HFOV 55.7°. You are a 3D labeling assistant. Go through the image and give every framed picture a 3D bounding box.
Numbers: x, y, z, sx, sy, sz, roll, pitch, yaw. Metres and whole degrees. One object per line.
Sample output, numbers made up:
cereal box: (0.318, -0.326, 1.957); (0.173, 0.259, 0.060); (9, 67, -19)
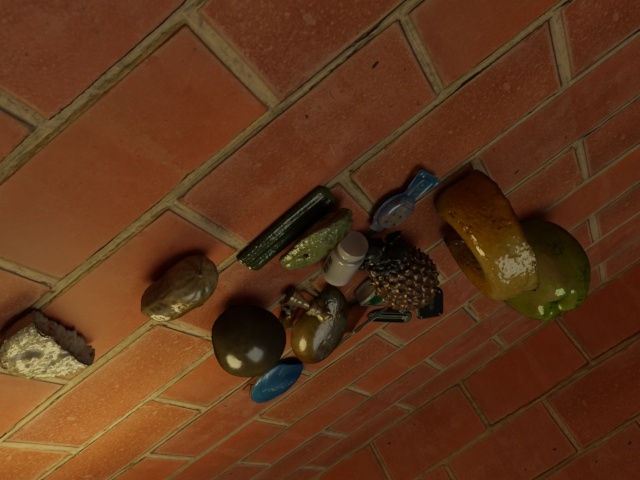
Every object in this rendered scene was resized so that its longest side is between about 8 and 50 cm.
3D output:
framed picture: (0.122, 0.341, 2.232); (0.217, 0.017, 0.274); (-30, 169, -40)

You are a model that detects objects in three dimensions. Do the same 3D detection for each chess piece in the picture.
chess piece: (-0.032, 0.214, 1.944); (0.172, 0.060, 0.060); (32, 117, -19)

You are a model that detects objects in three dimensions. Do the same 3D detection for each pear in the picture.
pear: (0.837, 0.117, 2.307); (0.390, 0.391, 0.391); (-21, 147, -15)

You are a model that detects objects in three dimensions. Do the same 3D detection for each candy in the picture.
candy: (-0.113, 0.256, 2.022); (0.053, 0.046, 0.182); (-21, 151, -21)

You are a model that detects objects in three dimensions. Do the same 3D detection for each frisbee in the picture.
frisbee: (-0.161, 0.555, 2.356); (0.242, 0.045, 0.242); (-30, 146, -22)

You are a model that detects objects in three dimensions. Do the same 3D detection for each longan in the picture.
longan: (-0.225, 0.304, 1.851); (0.245, 0.215, 0.246); (-5, 117, -10)

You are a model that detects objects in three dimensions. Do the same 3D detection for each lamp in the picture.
lamp: (-0.240, 0.574, 2.365); (0.121, 0.041, 0.054); (6, 125, -47)
lamp: (0.314, 0.248, 2.285); (0.203, 0.125, 0.283); (-6, 170, -24)

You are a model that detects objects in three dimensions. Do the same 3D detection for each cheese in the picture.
cheese: (0.244, -0.111, 1.803); (0.244, 0.052, 0.135); (-45, 145, 21)

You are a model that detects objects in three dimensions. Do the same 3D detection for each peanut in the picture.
peanut: (-0.365, 0.130, 1.568); (0.224, 0.129, 0.129); (-39, 147, 8)

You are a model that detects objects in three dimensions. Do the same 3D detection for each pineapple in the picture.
pineapple: (0.230, 0.077, 1.928); (0.223, 0.223, 0.357); (-37, 137, 9)

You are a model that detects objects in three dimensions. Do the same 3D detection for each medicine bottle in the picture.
medicine bottle: (0.217, 0.185, 2.171); (0.183, 0.069, 0.119); (7, 136, -46)
medicine bottle: (0.072, 0.054, 1.813); (0.102, 0.103, 0.187); (-14, 155, -24)

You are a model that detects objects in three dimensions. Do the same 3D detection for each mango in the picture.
mango: (0.002, 0.288, 2.078); (0.192, 0.146, 0.316); (-2, 122, -39)

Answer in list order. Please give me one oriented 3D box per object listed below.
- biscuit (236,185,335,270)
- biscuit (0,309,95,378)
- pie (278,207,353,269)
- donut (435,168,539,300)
biscuit: (-0.090, -0.027, 1.663); (0.322, 0.038, 0.099); (-39, 144, 13)
biscuit: (-0.710, 0.291, 1.547); (0.179, 0.084, 0.281); (-31, 148, -1)
pie: (0.000, 0.000, 1.680); (0.201, 0.090, 0.248); (-32, 172, -49)
donut: (0.522, 0.016, 1.918); (0.163, 0.378, 0.435); (-29, 143, -3)
